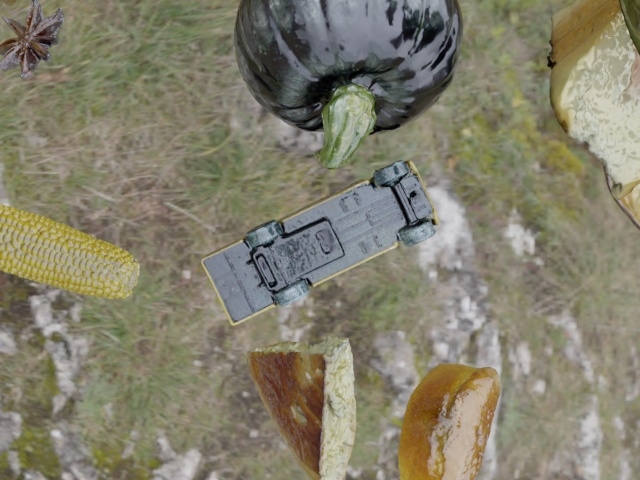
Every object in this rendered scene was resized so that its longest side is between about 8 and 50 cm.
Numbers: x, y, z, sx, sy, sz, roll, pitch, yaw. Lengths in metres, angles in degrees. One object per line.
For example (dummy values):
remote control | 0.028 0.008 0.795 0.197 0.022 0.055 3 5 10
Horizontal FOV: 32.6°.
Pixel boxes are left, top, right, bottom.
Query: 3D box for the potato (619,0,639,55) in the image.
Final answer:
potato | 0.358 -0.271 1.046 0.141 0.176 0.298 -21 107 -9

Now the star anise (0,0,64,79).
star anise | -0.442 -0.301 1.663 0.042 0.141 0.141 44 64 -57

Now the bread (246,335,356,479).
bread | -0.004 0.154 0.972 0.054 0.154 0.136 -12 88 -29

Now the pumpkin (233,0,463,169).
pumpkin | 0.037 -0.231 1.372 0.295 0.295 0.296 0 91 -35

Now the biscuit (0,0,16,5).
biscuit | -0.484 -0.530 1.839 0.049 0.197 0.302 23 68 -26

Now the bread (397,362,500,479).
bread | 0.206 0.303 1.798 0.134 0.129 0.260 59 47 -59

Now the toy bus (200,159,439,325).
toy bus | 0.000 0.000 1.593 0.335 0.123 0.121 -26 95 -1

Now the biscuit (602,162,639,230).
biscuit | 0.505 -0.119 1.587 0.041 0.202 0.260 43 48 -71

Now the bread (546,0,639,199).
bread | 0.335 -0.182 1.273 0.183 0.211 0.224 42 85 -22

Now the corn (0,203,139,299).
corn | -0.375 0.014 1.496 0.260 0.091 0.091 16 59 7
